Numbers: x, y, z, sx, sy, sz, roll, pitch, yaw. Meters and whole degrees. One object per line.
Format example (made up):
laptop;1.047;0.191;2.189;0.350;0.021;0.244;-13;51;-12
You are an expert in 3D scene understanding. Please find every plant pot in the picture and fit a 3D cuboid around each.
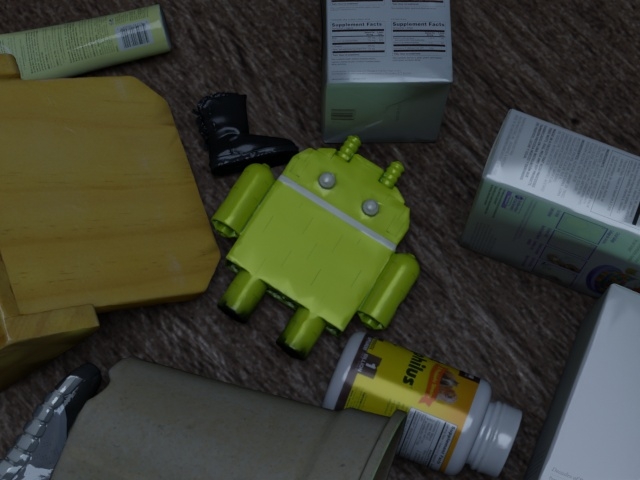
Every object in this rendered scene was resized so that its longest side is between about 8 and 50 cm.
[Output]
plant pot;-0.111;0.278;1.525;0.305;0.334;0.334;21;74;8

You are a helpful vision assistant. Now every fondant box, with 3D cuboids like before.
fondant box;0.338;-0.011;1.663;0.330;0.238;0.096;22;73;6

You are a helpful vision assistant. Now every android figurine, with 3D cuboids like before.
android figurine;0.000;0.000;1.743;0.248;0.056;0.273;34;75;4

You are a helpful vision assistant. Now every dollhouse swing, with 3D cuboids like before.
dollhouse swing;-0.355;-0.011;1.747;0.315;0.305;0.347;-31;72;33

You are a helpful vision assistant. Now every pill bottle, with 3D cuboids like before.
pill bottle;0.116;0.193;1.661;0.215;0.117;0.117;22;74;5

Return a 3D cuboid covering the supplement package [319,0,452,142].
supplement package;0.075;-0.245;1.753;0.149;0.194;0.203;0;73;-2

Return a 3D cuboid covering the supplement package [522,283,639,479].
supplement package;0.341;0.228;1.622;0.175;0.177;0.293;22;75;6

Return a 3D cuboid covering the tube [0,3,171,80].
tube;-0.309;-0.241;1.822;0.240;0.062;0.070;-14;30;0

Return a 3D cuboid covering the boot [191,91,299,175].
boot;-0.094;-0.137;1.799;0.121;0.045;0.099;-11;68;-6

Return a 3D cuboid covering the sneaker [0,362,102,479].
sneaker;-0.290;0.262;1.660;0.132;0.086;0.229;36;86;5
